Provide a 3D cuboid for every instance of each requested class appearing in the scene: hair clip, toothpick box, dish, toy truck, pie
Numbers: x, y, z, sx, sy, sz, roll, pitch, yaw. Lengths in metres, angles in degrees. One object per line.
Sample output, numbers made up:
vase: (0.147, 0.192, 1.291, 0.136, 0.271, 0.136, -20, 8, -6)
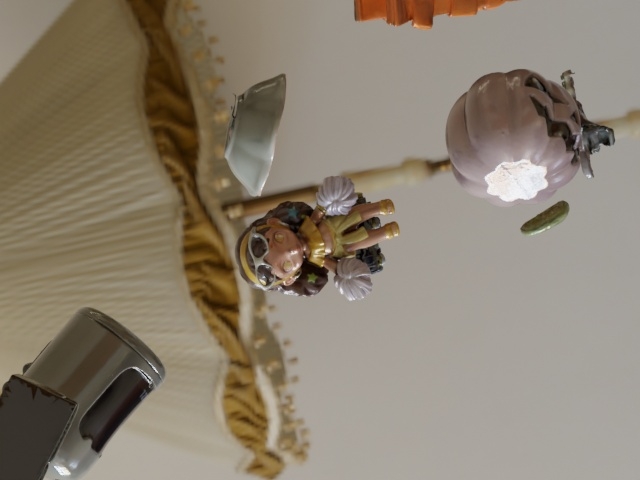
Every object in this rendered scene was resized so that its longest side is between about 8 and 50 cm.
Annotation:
hair clip: (0.417, -0.189, 1.809, 0.187, 0.056, 0.146, -98, -12, -62)
toothpick box: (-0.460, 0.292, 2.061, 0.229, 0.316, 0.229, 34, 159, 15)
dish: (-0.121, -0.187, 1.933, 0.229, 0.081, 0.230, -168, 90, -79)
toy truck: (0.057, -0.011, 1.707, 0.063, 0.052, 0.123, 17, 118, 64)
pie: (0.330, -0.031, 1.659, 0.021, 0.084, 0.084, 58, 179, -7)

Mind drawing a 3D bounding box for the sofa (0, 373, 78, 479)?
sofa: (-0.336, 0.231, 1.266, 0.060, 0.085, 0.147, 122, 173, -80)

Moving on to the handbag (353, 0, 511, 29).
handbag: (0.216, -0.534, 1.971, 0.116, 0.410, 0.304, 14, 115, 43)

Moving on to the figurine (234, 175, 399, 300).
figurine: (-0.002, 0.000, 1.592, 0.116, 0.240, 0.175, -152, 47, -78)

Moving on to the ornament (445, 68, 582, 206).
ornament: (0.249, -0.136, 1.462, 0.177, 0.177, 0.178, 167, 90, -87)
